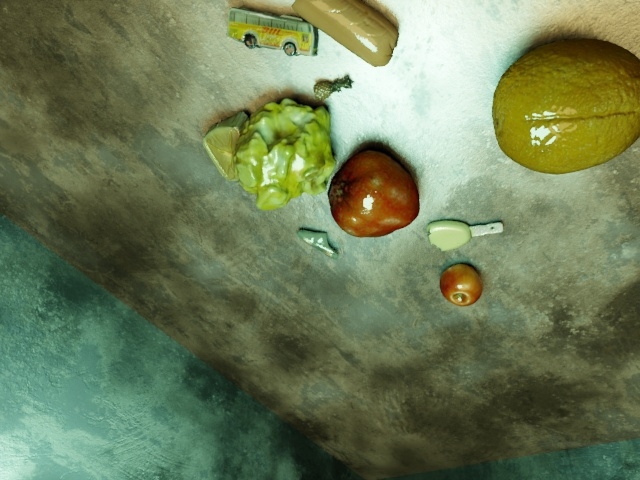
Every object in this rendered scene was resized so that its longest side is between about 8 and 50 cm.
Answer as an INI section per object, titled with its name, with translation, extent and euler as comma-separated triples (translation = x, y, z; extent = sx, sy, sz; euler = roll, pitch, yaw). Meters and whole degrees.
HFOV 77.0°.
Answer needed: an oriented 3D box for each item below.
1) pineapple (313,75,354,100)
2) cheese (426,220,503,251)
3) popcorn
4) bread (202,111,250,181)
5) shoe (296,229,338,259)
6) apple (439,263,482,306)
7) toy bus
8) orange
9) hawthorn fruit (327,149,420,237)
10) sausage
[pineapple]
translation = 0.041, -0.469, 1.239
extent = 0.124, 0.058, 0.058
euler = -6, 125, 20
[cheese]
translation = 0.517, -0.025, 1.444
extent = 0.255, 0.050, 0.127
euler = -8, 124, 22
[popcorn]
translation = -0.116, -0.271, 1.305
extent = 0.333, 0.294, 0.292
euler = -13, 161, -9
[bread]
translation = -0.297, -0.327, 1.420
extent = 0.192, 0.110, 0.210
euler = -12, 123, 32
[shoe]
translation = 0.000, 0.000, 1.621
extent = 0.195, 0.079, 0.078
euler = 36, 94, -2
[apple]
translation = 0.535, 0.174, 1.536
extent = 0.163, 0.139, 0.164
euler = 7, 129, 9
[toy bus]
translation = -0.135, -0.603, 1.170
extent = 0.267, 0.092, 0.106
euler = 15, 120, 6
[orange]
translation = 0.623, -0.332, 1.007
extent = 0.356, 0.322, 0.322
euler = -9, 126, 1
[hawthorn fruit]
translation = 0.174, -0.142, 1.318
extent = 0.311, 0.295, 0.295
euler = 9, 129, 5
[sausage]
translation = 0.076, -0.593, 1.089
extent = 0.304, 0.121, 0.121
euler = 30, 129, -9
